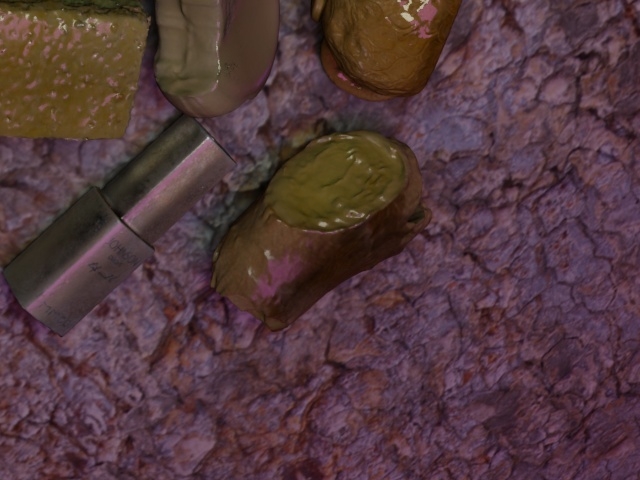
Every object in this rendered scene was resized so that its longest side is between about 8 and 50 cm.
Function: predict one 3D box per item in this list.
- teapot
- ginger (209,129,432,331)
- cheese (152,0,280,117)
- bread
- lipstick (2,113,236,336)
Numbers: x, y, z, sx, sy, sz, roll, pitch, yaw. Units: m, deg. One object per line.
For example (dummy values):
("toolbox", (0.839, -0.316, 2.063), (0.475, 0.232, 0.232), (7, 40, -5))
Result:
("teapot", (0.054, -0.247, 1.419), (0.311, 0.167, 0.203), (110, 2, -58))
("ginger", (0.000, 0.000, 1.595), (0.276, 0.130, 0.221), (-19, 143, -23))
("cheese", (-0.102, -0.258, 1.321), (0.163, 0.082, 0.286), (-50, 143, -51))
("bread", (-0.259, -0.170, 1.295), (0.196, 0.102, 0.138), (-2, 122, -30))
("lipstick", (-0.202, -0.019, 1.470), (0.253, 0.077, 0.079), (-43, 137, 3))
